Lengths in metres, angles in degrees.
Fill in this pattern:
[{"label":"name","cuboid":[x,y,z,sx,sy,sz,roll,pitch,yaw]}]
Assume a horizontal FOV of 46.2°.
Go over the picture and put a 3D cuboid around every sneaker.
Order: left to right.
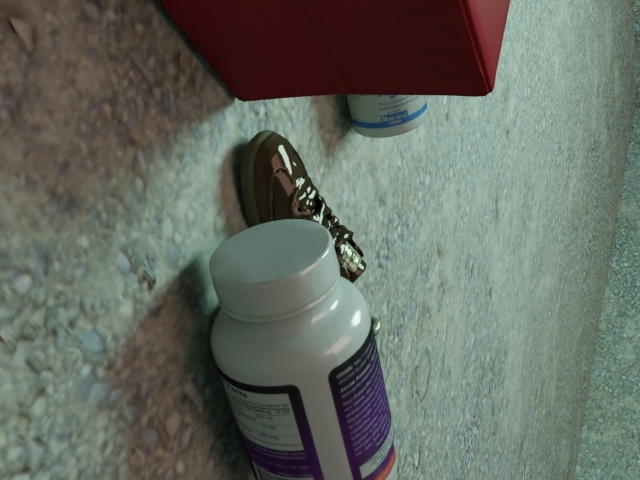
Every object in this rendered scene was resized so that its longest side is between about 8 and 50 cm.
[{"label":"sneaker","cuboid":[0.000,0.000,0.565,0.066,0.071,0.188,-58,142,-42]}]

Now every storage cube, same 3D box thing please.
[{"label":"storage cube","cuboid":[0.008,-0.210,0.437,0.193,0.184,0.214,49,50,-55]}]

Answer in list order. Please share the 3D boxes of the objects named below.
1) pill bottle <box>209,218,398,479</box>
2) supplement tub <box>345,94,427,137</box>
[{"label":"pill bottle","cuboid":[-0.013,0.088,0.512,0.108,0.108,0.193,-51,136,-48]},{"label":"supplement tub","cuboid":[0.052,-0.150,0.649,0.071,0.071,0.107,-54,139,-46]}]
